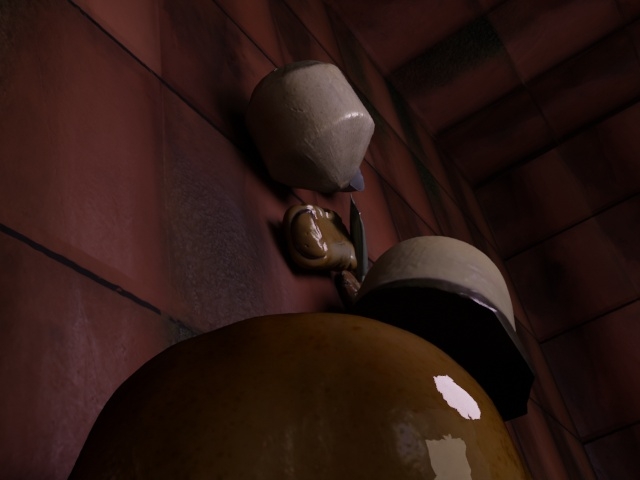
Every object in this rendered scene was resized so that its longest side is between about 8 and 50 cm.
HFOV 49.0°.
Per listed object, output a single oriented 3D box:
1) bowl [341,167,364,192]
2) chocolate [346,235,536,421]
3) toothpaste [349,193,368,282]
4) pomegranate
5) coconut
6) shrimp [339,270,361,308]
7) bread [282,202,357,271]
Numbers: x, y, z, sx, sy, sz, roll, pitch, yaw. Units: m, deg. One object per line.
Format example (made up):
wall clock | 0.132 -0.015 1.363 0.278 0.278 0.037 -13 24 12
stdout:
bowl | 0.020 -0.181 1.669 0.189 0.086 0.189 50 23 -30
chocolate | 0.219 0.157 1.299 0.326 0.314 0.297 56 30 -8
toothpaste | 0.079 0.008 1.473 0.255 0.037 0.067 82 -8 -50
pomegranate | -0.013 0.266 0.551 0.416 0.417 0.416 49 23 -29
coconut | -0.017 -0.217 1.417 0.265 0.237 0.237 58 19 9
shrimp | 0.088 0.141 1.455 0.091 0.043 0.184 26 38 -63
bread | 0.000 0.000 1.382 0.225 0.081 0.134 15 53 -67
